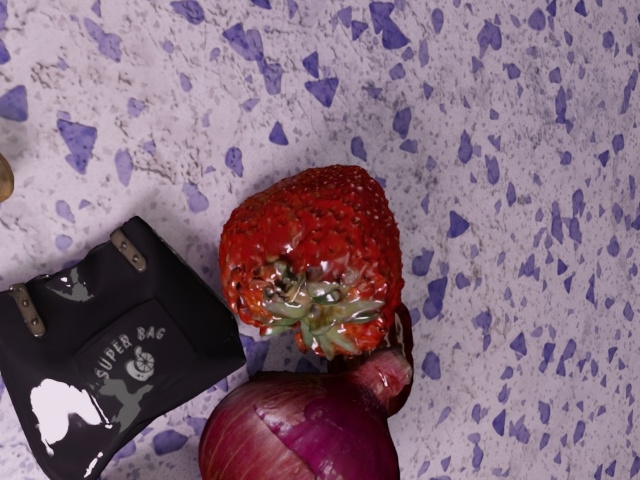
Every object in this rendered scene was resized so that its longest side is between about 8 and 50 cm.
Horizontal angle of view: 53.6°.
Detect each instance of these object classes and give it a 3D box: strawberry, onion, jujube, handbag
[{"bbox_3d":[0.000,0.000,1.040,0.312,0.267,0.351,21,52,0],"label":"strawberry"},{"bbox_3d":[0.009,0.321,1.004,0.385,0.347,0.348,-47,120,-6],"label":"onion"},{"bbox_3d":[0.091,0.207,1.180,0.174,0.174,0.251,-10,97,-36],"label":"jujube"},{"bbox_3d":[-0.293,0.140,0.909,0.342,0.152,0.288,-37,102,-32],"label":"handbag"}]

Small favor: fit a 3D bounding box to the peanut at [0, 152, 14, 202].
[{"bbox_3d":[-0.514,-0.042,0.740,0.298,0.120,0.136,-24,112,-36],"label":"peanut"}]
